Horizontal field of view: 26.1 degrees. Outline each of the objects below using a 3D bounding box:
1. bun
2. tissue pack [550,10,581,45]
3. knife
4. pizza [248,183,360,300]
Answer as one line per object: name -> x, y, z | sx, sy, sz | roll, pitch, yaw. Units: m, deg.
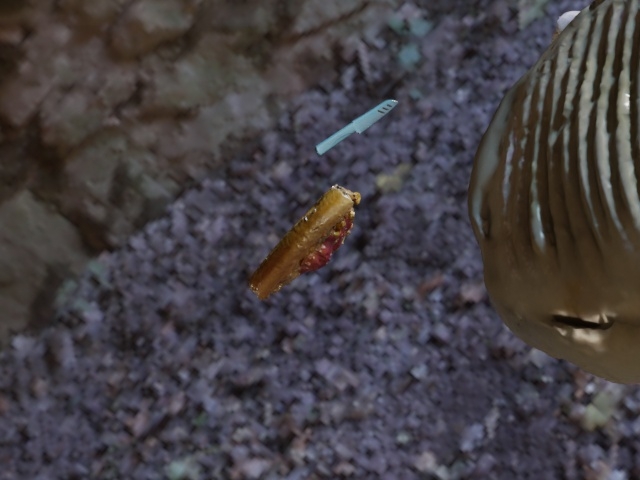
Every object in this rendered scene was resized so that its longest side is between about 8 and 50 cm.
bun -> 0.192, -0.030, 0.757 | 0.239, 0.141, 0.239 | -36, 37, 33
tissue pack -> 0.424, -0.115, 1.417 | 0.266, 0.356, 0.194 | 33, 116, 54
knife -> 0.033, -0.103, 1.253 | 0.091, 0.014, 0.005 | -35, 17, -12
pizza -> 0.000, 0.000, 1.779 | 0.188, 0.062, 0.199 | -45, -5, 20
